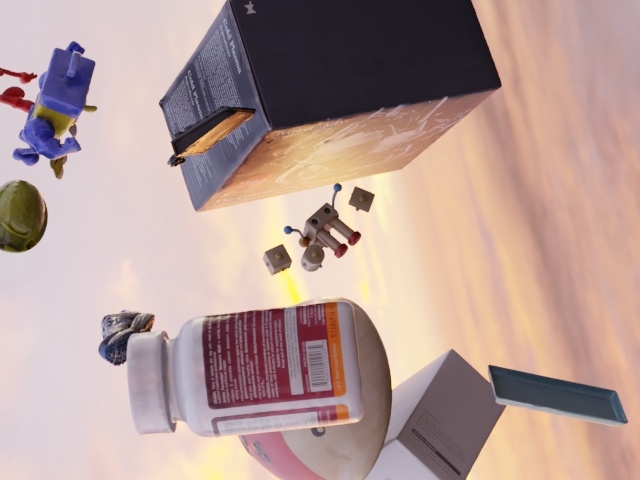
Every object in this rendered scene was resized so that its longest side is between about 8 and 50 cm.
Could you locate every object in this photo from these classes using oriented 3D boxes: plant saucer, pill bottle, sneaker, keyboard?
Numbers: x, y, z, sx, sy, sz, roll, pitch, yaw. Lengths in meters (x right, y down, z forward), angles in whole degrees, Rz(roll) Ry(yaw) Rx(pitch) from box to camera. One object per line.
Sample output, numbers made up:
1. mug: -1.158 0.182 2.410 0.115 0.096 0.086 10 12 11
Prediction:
1. plant saucer: 0.314 0.209 1.755 0.067 0.192 0.018 -96 22 -55
2. pill bottle: -0.072 0.129 1.288 0.121 0.221 0.121 -6 -90 -89
3. sneaker: -0.275 0.128 1.778 0.135 0.058 0.052 -40 -32 -70
4. keyboard: -0.125 -0.113 1.399 0.023 0.108 0.180 53 -174 -1

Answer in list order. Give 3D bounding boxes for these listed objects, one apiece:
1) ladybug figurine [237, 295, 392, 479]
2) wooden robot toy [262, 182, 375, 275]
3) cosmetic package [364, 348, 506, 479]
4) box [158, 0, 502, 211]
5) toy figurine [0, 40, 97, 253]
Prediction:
1. ladybug figurine: -0.032 0.235 2.001 0.449 0.162 0.305 156 116 -69
2. wooden robot toy: 0.000 0.000 1.704 0.076 0.173 0.079 45 157 9
3. cosmetic package: 0.152 0.327 2.116 0.138 0.224 0.225 44 -134 -4
4. box: 0.004 -0.195 1.751 0.312 0.343 0.179 -42 65 62
5. toy figurine: -0.416 -0.187 1.892 0.191 0.217 0.362 27 -138 -20
